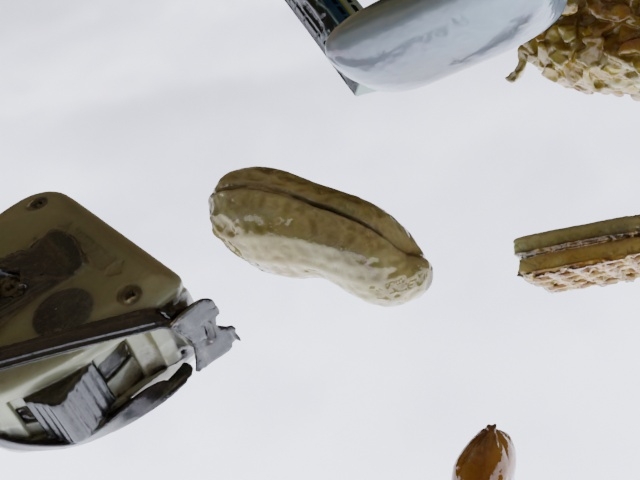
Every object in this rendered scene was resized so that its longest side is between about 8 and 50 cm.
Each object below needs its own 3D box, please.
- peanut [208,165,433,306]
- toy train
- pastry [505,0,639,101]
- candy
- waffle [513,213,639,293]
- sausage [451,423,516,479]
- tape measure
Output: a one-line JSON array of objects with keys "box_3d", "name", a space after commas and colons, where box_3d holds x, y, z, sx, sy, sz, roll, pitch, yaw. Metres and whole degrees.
[{"box_3d": [0.000, 0.000, 0.880, 0.174, 0.080, 0.080, 21, -150, 5], "name": "peanut"}, {"box_3d": [0.004, -0.254, 1.301, 0.051, 0.052, 0.234, -14, -125, -31], "name": "toy train"}, {"box_3d": [0.312, -0.201, 1.230, 0.250, 0.102, 0.154, 10, 178, 28], "name": "pastry"}, {"box_3d": [0.099, -0.165, 0.918, 0.174, 0.071, 0.138, -21, 175, 18], "name": "candy"}, {"box_3d": [0.260, 0.012, 1.093, 0.148, 0.042, 0.102, -12, 163, 27], "name": "waffle"}, {"box_3d": [0.120, 0.210, 0.818, 0.054, 0.183, 0.062, -3, -160, 40], "name": "sausage"}, {"box_3d": [-0.248, 0.085, 1.079, 0.271, 0.133, 0.231, 31, -117, 36], "name": "tape measure"}]
